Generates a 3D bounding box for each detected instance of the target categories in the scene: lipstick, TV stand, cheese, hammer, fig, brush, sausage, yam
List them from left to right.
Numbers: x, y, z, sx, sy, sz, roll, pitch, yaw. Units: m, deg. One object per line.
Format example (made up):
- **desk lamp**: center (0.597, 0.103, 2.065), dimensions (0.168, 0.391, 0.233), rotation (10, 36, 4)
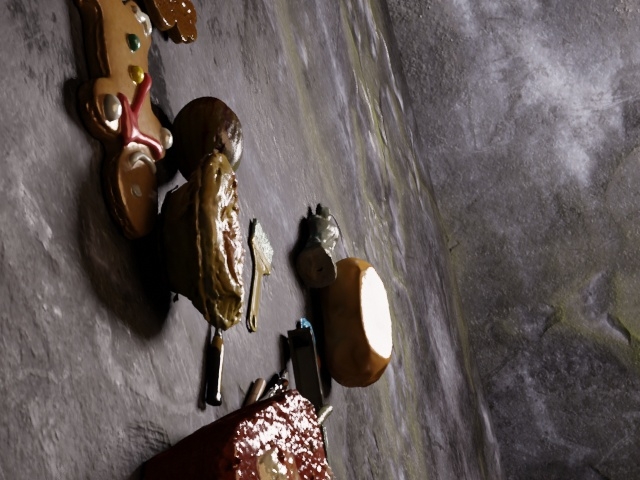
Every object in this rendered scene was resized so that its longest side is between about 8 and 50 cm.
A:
- **fig**: center (-0.162, -0.122, 1.772), dimensions (0.109, 0.103, 0.155), rotation (30, 52, -21)
- **hammer**: center (-0.144, 0.142, 1.779), dimensions (0.078, 0.021, 0.201), rotation (63, 21, -44)
- **lipstick**: center (-0.098, 0.234, 1.885), dimensions (0.094, 0.019, 0.019), rotation (-68, 144, -63)
- **brush**: center (-0.099, 0.064, 2.020), dimensions (0.083, 0.011, 0.205), rotation (65, 21, -43)
- **yam**: center (-0.027, 0.301, 1.938), dimensions (0.029, 0.027, 0.234), rotation (48, 25, 3)
- **cheese**: center (-0.017, 0.181, 2.219), dimensions (0.047, 0.017, 0.111), rotation (-70, 146, -57)
- **TV stand**: center (-0.014, 0.269, 2.072), dimensions (0.049, 0.040, 0.256), rotation (74, 6, -67)
- **sausage**: center (0.061, 0.147, 2.315), dimensions (0.120, 0.136, 0.241), rotation (16, 61, -39)

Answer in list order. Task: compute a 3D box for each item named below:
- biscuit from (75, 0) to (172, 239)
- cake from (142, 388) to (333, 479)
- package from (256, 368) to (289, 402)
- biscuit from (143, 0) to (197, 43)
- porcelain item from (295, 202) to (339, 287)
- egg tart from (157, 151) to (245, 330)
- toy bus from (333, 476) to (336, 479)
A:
- **biscuit**: center (-0.240, -0.169, 1.615), dimensions (0.216, 0.047, 0.340), rotation (37, 43, -66)
- **cake**: center (-0.088, 0.303, 1.571), dimensions (0.177, 0.151, 0.283), rotation (67, 21, 2)
- **package**: center (-0.065, 0.294, 1.940), dimensions (0.239, 0.030, 0.154), rotation (-32, 112, -75)
- **biscuit**: center (-0.224, -0.347, 1.836), dimensions (0.175, 0.026, 0.124), rotation (51, 33, -59)
- **porcelain item**: center (0.000, 0.000, 2.338), dimensions (0.216, 0.069, 0.081), rotation (-84, 153, -60)
- **egg tart**: center (-0.152, 0.002, 1.662), dimensions (0.241, 0.106, 0.241), rotation (-4, 90, -86)
- **toy bus**: center (-0.037, 0.434, 1.757), dimensions (0.268, 0.106, 0.092), rotation (-70, 172, -53)
